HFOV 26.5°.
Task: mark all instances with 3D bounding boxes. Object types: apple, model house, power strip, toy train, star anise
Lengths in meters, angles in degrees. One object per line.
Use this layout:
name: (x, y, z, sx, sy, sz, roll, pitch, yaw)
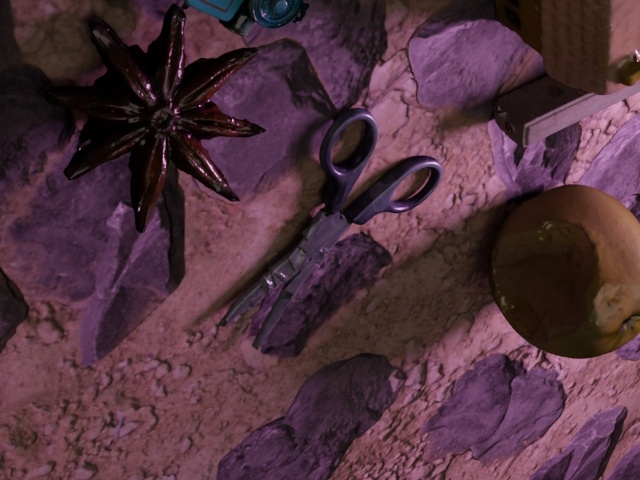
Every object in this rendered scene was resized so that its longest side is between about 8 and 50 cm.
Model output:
apple: (0.403, 0.054, 2.143, 0.279, 0.279, 0.279, -22, 138, -22)
model house: (0.348, -0.320, 1.745, 0.174, 0.234, 0.193, -28, 142, -15)
power strip: (0.373, -0.217, 1.986, 0.272, 0.078, 0.052, -26, 141, -19)
toy train: (-0.077, -0.331, 1.488, 0.163, 0.112, 0.203, 18, 112, -41)
star anise: (-0.191, -0.146, 1.574, 0.272, 0.102, 0.272, -4, 105, -18)

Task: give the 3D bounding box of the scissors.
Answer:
scissors: (0.000, 0.000, 1.924, 0.383, 0.029, 0.256, -52, 141, 10)
